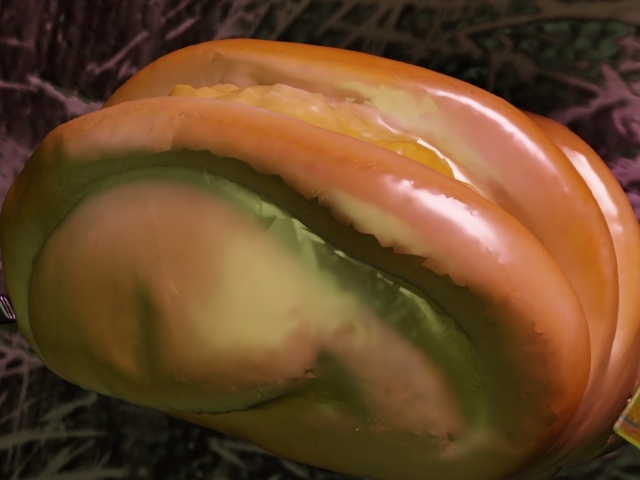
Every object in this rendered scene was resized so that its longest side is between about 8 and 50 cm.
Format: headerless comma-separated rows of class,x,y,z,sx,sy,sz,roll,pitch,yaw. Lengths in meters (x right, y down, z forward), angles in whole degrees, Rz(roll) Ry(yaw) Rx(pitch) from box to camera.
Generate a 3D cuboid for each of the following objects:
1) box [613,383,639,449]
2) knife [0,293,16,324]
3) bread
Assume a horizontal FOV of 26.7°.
box,0.284,0.001,0.593,0.173,0.043,0.311,34,95,30
knife,-0.192,0.042,0.892,0.170,0.010,0.023,-8,99,23
bread,0.000,0.000,0.670,0.316,0.270,0.211,9,86,29
